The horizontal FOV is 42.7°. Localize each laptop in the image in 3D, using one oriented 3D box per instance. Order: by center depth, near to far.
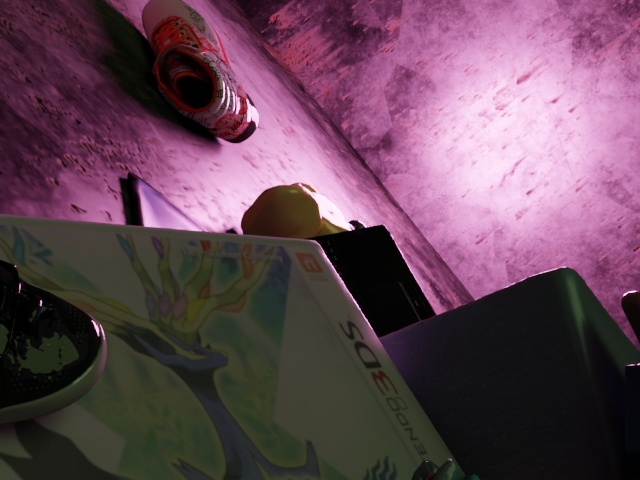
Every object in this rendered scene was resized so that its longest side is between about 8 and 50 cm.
[{"bbox_3d":[-0.026,0.027,0.758,0.234,0.264,0.136,-114,-163,-50],"label":"laptop"}]

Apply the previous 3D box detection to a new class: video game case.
[{"bbox_3d":[-0.051,0.108,0.431,0.329,0.036,0.300,4,44,-47],"label":"video game case"}]

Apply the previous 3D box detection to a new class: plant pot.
[{"bbox_3d":[0.145,0.213,0.612,0.248,0.247,0.252,37,35,-47],"label":"plant pot"}]

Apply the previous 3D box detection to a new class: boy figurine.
[{"bbox_3d":[0.000,0.000,1.053,0.177,0.092,0.285,56,14,22],"label":"boy figurine"}]

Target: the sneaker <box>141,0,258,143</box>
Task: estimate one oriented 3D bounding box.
[{"bbox_3d":[-0.191,-0.261,1.136,0.270,0.090,0.145,57,11,16],"label":"sneaker"}]

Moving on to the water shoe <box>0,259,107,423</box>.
[{"bbox_3d":[-0.168,0.012,0.306,0.203,0.080,0.073,20,35,-29],"label":"water shoe"}]

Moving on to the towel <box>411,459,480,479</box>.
[{"bbox_3d":[0.088,0.296,0.301,0.271,0.040,0.370,48,34,-8],"label":"towel"}]

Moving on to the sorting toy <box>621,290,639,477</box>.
[{"bbox_3d":[0.250,0.207,0.539,0.307,0.041,0.229,51,36,-37],"label":"sorting toy"}]
